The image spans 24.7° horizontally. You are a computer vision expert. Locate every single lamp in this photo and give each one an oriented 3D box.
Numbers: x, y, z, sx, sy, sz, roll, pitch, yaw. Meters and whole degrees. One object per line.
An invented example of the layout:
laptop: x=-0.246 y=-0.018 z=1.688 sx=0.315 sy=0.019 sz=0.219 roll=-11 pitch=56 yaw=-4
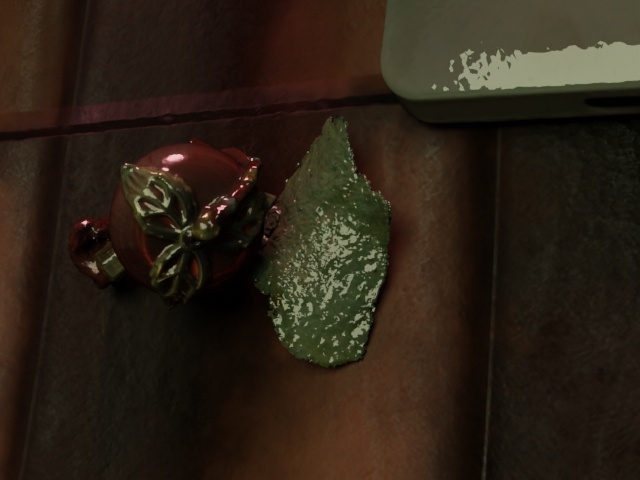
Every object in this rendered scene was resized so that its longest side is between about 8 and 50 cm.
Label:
lamp: x=-0.142 y=-0.009 z=1.439 sx=0.215 sy=0.223 sz=0.151 roll=-34 pitch=89 yaw=-1

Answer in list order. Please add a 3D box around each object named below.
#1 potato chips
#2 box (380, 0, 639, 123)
potato chips: x=0.003 y=0.004 z=1.422 sx=0.167 sy=0.059 sz=0.228 roll=-32 pitch=60 yaw=18
box: x=0.251 y=-0.297 z=1.410 sx=0.367 sy=0.090 sz=0.373 roll=0 pitch=70 yaw=23
